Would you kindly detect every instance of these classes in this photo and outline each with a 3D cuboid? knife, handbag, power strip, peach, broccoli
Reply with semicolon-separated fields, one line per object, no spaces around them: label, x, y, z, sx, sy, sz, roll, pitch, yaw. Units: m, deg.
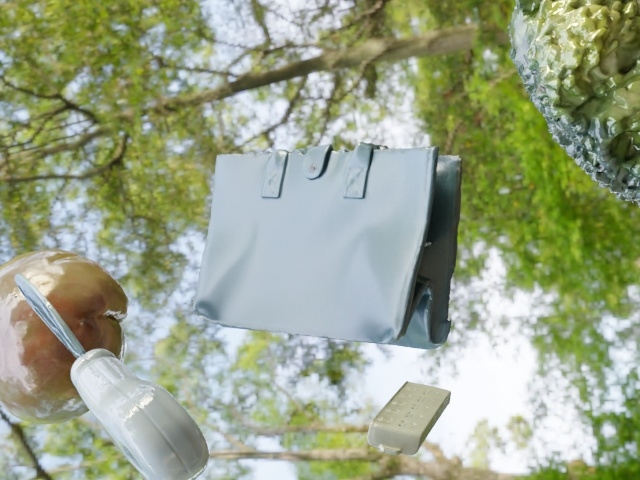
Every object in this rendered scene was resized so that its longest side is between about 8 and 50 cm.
knife;-0.177;0.076;0.702;0.044;0.331;0.080;-38;-53;-18
handbag;0.000;0.000;0.715;0.057;0.221;0.144;10;-96;-45
power strip;0.114;0.207;1.175;0.253;0.060;0.027;-19;-62;-72
peach;-0.446;0.155;1.605;0.247;0.292;0.292;5;-105;-21
broccoli;0.377;-0.199;1.075;0.348;0.281;0.293;45;-154;-3
